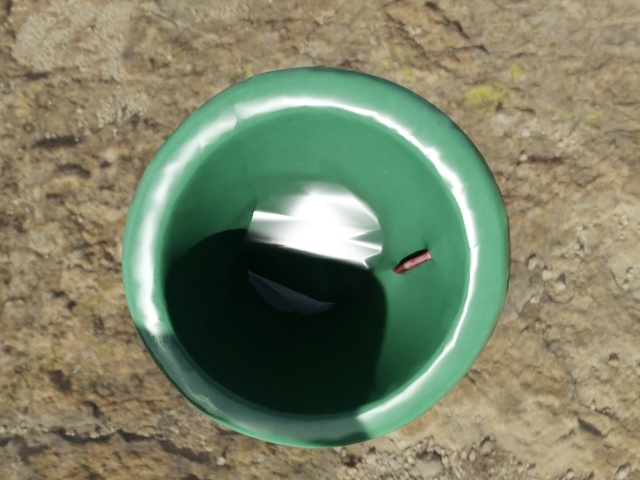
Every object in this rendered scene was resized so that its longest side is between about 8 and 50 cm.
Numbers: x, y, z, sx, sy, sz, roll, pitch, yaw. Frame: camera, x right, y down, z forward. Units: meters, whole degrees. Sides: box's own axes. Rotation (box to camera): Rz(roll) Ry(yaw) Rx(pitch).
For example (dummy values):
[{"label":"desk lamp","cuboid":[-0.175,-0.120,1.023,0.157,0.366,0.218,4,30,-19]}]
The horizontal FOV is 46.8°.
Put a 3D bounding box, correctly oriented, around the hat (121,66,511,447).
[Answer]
[{"label":"hat","cuboid":[0.000,0.000,0.417,0.173,0.183,0.208,36,108,-3]}]
